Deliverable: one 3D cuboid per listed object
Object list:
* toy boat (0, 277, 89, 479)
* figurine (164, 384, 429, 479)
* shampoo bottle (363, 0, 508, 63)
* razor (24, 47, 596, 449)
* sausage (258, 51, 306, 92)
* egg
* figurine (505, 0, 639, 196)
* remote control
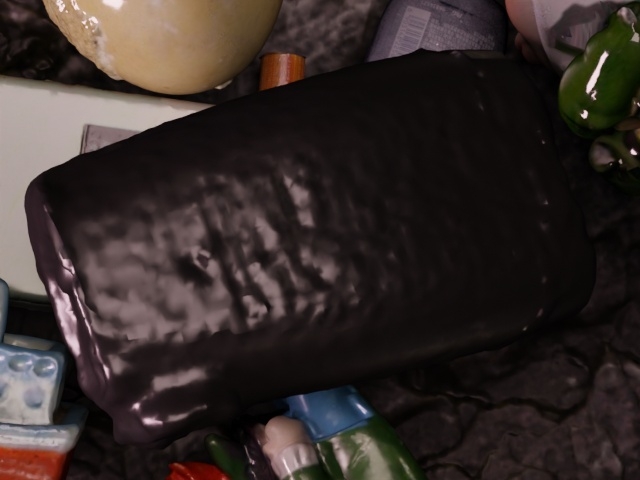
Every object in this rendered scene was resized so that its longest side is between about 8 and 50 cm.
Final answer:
[{"bbox_3d":[-0.300,0.072,1.160,0.332,0.145,0.133,8,92,-3],"label":"toy boat"},{"bbox_3d":[-0.053,0.182,1.195,0.234,0.127,0.185,-36,87,-11],"label":"figurine"},{"bbox_3d":[0.052,-0.055,1.289,0.087,0.049,0.233,22,78,-8],"label":"shampoo bottle"},{"bbox_3d":[0.000,-0.001,1.167,0.327,0.107,0.189,-17,81,-24],"label":"razor"},{"bbox_3d":[-0.027,-0.066,1.289,0.031,0.031,0.107,4,82,-8],"label":"sausage"},{"bbox_3d":[-0.097,-0.188,1.231,0.164,0.164,0.201,-13,79,-10],"label":"egg"},{"bbox_3d":[0.200,-0.134,1.217,0.167,0.281,0.370,-28,49,16],"label":"figurine"},{"bbox_3d":[-0.190,-0.030,1.236,0.344,0.050,0.145,9,82,-2],"label":"remote control"}]
